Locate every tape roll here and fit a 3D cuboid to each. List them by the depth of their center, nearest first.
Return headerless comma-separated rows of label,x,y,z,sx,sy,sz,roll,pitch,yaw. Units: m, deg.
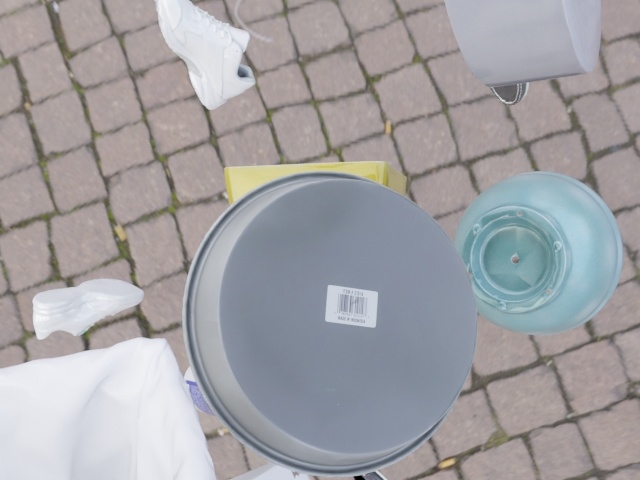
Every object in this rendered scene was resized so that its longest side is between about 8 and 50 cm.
tape roll,0.137,-0.216,0.627,0.072,0.219,0.219,-3,72,25

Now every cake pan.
cake pan,0.021,0.070,0.867,0.293,0.054,0.293,4,76,-18

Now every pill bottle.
pill bottle,-0.159,0.257,1.634,0.112,0.187,0.112,2,86,-27

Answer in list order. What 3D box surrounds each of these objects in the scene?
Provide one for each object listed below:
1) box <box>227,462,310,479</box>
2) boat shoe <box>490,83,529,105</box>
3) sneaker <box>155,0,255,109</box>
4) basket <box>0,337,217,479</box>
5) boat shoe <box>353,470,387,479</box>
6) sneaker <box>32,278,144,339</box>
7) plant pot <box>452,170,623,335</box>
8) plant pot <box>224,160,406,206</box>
box,-0.150,0.439,1.179,0.345,0.168,0.215,-30,81,34
boat shoe,0.283,-0.313,1.538,0.081,0.227,0.068,-6,36,32
sneaker,-0.172,-0.315,1.438,0.115,0.232,0.090,-21,46,8
basket,-0.212,0.284,0.581,0.331,0.266,0.328,-11,38,-14
boat shoe,0.069,0.359,1.415,0.042,0.049,0.133,-46,109,-23
sneaker,-0.428,0.131,1.717,0.212,0.094,0.080,-8,26,-37
plant pot,0.347,0.027,1.578,0.293,0.196,0.293,1,93,25
plant pot,0.000,0.000,1.267,0.212,0.212,0.187,-1,88,13
